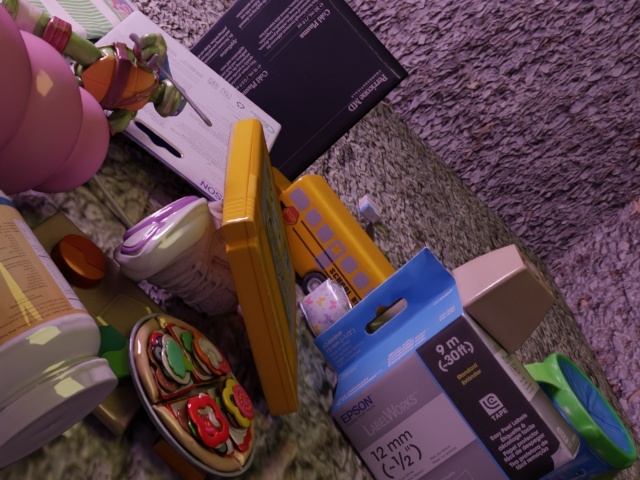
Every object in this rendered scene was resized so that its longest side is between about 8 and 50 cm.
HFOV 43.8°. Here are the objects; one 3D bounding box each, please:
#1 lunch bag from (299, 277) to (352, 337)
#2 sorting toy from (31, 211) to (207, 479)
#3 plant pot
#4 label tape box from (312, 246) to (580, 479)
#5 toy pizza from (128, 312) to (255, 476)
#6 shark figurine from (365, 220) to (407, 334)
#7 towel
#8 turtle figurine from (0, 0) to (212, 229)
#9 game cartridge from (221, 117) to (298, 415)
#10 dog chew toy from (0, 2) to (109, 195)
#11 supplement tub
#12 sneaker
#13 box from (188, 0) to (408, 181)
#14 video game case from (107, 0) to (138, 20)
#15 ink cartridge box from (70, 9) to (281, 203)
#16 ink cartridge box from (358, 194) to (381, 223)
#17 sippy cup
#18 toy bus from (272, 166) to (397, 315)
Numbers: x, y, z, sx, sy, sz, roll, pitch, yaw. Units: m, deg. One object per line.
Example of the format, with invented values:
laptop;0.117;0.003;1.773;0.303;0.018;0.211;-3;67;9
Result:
lunch bag;0.014;0.117;1.295;0.053;0.071;0.083;36;20;-44
sorting toy;-0.211;0.108;0.857;0.307;0.041;0.229;46;19;-9
plant pot;0.263;0.072;1.118;0.109;0.096;0.109;44;19;-17
label tape box;0.155;0.220;1.132;0.348;0.249;0.115;53;19;12
toy pizza;-0.129;0.161;0.870;0.201;0.032;0.201;49;16;-20
shark figurine;0.143;0.097;1.562;0.166;0.116;0.278;39;23;-31
towel;-0.471;-0.420;1.274;0.248;0.038;0.325;51;23;2
turtle figurine;-0.284;-0.185;1.005;0.266;0.198;0.275;18;58;-28
game cartridge;-0.075;0.024;1.081;0.324;0.052;0.285;-99;178;-59
dog chew toy;-0.344;-0.139;0.816;0.206;0.206;0.332;57;13;22
supplement tub;-0.270;0.068;0.643;0.200;0.144;0.144;53;19;10
sneaker;-0.151;0.026;1.000;0.152;0.114;0.305;62;11;1
box;-0.062;-0.317;1.547;0.312;0.343;0.179;49;18;-2
video game case;-0.416;-0.459;1.527;0.183;0.023;0.201;46;19;-7
ink cartridge box;-0.237;-0.197;1.283;0.324;0.071;0.330;38;33;-14
ink cartridge box;0.122;-0.082;1.983;0.048;0.028;0.083;42;20;-21
sippy cup;0.423;0.366;1.487;0.305;0.224;0.240;52;18;9
toy bus;0.000;0.000;1.397;0.333;0.130;0.108;53;19;10
